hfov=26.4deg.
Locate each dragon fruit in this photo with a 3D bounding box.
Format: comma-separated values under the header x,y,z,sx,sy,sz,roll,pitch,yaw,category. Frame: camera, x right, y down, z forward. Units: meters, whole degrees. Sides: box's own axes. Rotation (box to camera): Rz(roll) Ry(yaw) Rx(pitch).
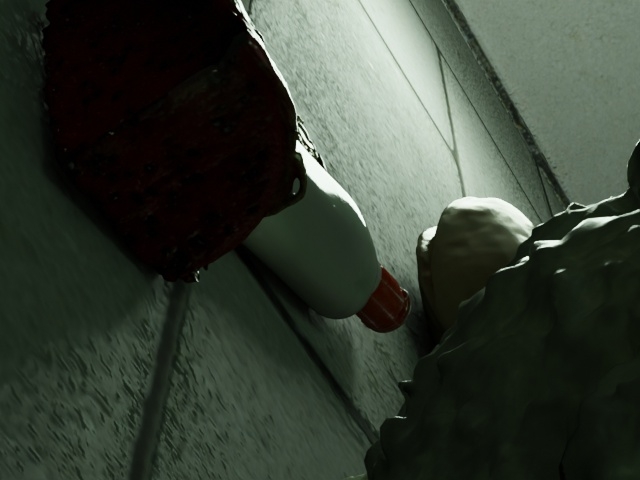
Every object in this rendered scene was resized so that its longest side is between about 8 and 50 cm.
x,y,z,sx,sy,sz,roll,pitch,yaw,category
-0.077,-0.079,0.744,0.127,0.120,0.161,54,11,-47,dragon fruit

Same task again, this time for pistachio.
x,y,z,sx,sy,sz,roll,pitch,yaw,category
0.160,0.054,1.264,0.153,0.138,0.238,31,27,-28,pistachio

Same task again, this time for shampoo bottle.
x,y,z,sx,sy,sz,roll,pitch,yaw,category
0.000,0.000,0.972,0.221,0.051,0.108,45,33,-46,shampoo bottle

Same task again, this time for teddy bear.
x,y,z,sx,sy,sz,roll,pitch,yaw,category
0.113,0.166,0.467,0.375,0.362,0.327,57,16,-10,teddy bear

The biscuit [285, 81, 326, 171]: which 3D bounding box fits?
x,y,z,sx,sy,sz,roll,pitch,yaw,category
-0.029,-0.074,1.067,0.206,0.025,0.126,66,15,17,biscuit
